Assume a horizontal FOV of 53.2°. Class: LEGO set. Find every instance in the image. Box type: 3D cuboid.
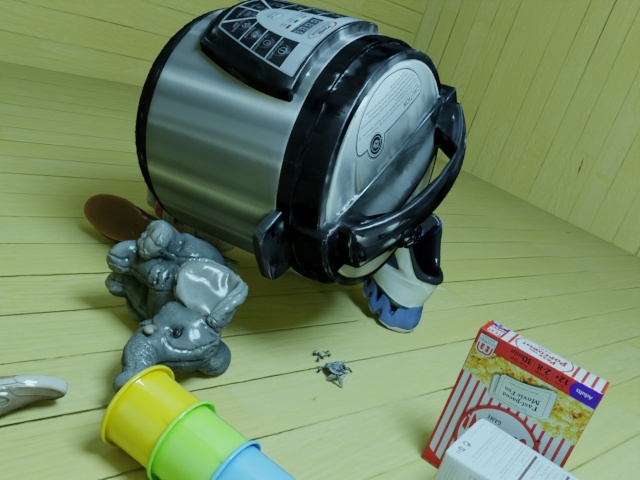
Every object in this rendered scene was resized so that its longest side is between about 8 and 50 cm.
[{"bbox_3d":[0.017,0.177,0.917,0.054,0.023,0.083,0,26,-43],"label":"LEGO set"}]

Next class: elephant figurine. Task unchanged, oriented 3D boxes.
[{"bbox_3d":[-0.169,0.102,0.804,0.239,0.186,0.169,51,-7,40],"label":"elephant figurine"}]

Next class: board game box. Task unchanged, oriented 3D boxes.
[{"bbox_3d":[0.223,0.213,0.751,0.147,0.193,0.045,28,21,27],"label":"board game box"}]

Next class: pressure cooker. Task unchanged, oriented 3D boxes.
[{"bbox_3d":[-0.005,-0.137,0.949,0.421,0.369,0.376,23,6,28],"label":"pressure cooker"}]

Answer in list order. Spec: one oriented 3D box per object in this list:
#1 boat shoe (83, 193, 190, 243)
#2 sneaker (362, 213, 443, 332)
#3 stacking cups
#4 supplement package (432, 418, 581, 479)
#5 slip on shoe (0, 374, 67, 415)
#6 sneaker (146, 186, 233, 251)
[{"bbox_3d":[-0.303,-0.011,1.083,0.207,0.073,0.073,26,-18,11],"label":"boat shoe"},{"bbox_3d":[0.120,-0.012,1.145,0.128,0.182,0.315,-9,55,-47],"label":"sneaker"},{"bbox_3d":[-0.061,0.233,0.579,0.316,0.096,0.096,28,21,26],"label":"stacking cups"},{"bbox_3d":[0.208,0.289,0.662,0.179,0.105,0.105,30,22,28],"label":"supplement package"},{"bbox_3d":[-0.321,0.157,0.632,0.135,0.051,0.041,13,58,-40],"label":"slip on shoe"},{"bbox_3d":[-0.245,-0.047,1.195,0.111,0.102,0.252,-5,24,-41],"label":"sneaker"}]
